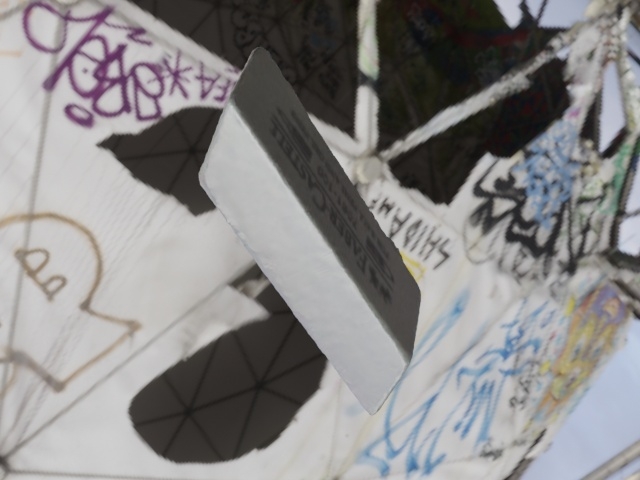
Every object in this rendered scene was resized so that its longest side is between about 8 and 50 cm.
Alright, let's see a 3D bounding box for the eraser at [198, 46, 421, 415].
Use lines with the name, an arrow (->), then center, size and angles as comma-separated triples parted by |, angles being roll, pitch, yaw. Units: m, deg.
eraser -> 0.001, 0.000, 0.806 | 0.352, 0.077, 0.111 | 56, -153, -26
